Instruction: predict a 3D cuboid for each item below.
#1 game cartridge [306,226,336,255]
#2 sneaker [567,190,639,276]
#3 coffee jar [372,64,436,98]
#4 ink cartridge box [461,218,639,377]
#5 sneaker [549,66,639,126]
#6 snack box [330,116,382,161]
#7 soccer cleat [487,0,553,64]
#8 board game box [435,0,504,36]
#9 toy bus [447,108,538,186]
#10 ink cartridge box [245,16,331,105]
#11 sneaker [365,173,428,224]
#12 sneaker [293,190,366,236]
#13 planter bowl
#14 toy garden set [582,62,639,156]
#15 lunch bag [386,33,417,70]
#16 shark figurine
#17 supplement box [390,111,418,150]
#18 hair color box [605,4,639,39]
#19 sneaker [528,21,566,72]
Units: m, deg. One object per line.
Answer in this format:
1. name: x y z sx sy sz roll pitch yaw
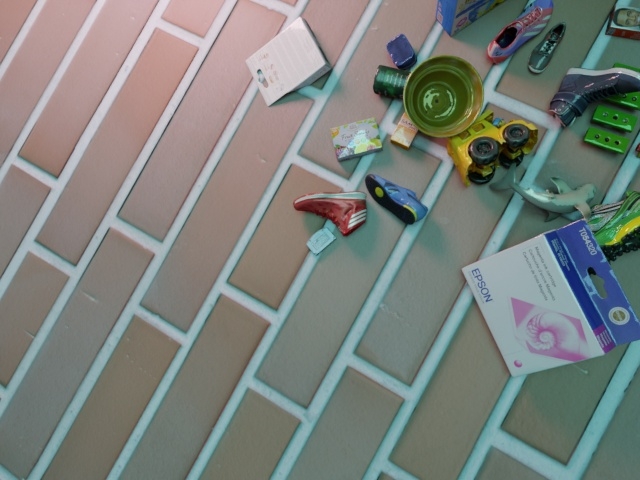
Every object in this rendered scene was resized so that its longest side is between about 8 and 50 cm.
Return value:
1. game cartridge: 0.000 0.000 1.443 0.083 0.017 0.056 -40 82 3
2. sneaker: 0.736 -0.007 1.282 0.344 0.134 0.146 -29 43 12
3. coffee jar: 0.253 -0.462 1.418 0.185 0.096 0.078 16 93 12
4. ink cartridge box: 0.582 0.155 1.226 0.330 0.072 0.323 -31 76 36
5. sneaker: 0.737 -0.382 1.291 0.163 0.086 0.226 -57 34 -1
6. snack box: 0.109 -0.308 1.453 0.141 0.037 0.100 -14 79 8
7. soccer cleat: 0.586 -0.620 1.383 0.248 0.095 0.083 -43 78 2
8. board game box: 0.478 -0.755 1.311 0.302 0.308 0.086 -33 80 5
9. toy bus: 0.463 -0.292 1.351 0.221 0.149 0.211 -27 63 3
10. ink cartridge box: -0.105 -0.567 1.527 0.232 0.066 0.188 -31 78 26
11. sneaker: 0.224 -0.132 1.406 0.082 0.069 0.209 -36 66 -30
12. sneaker: 0.029 -0.075 1.413 0.222 0.087 0.127 -5 81 10
13. planter bowl: 0.331 -0.392 1.320 0.218 0.090 0.216 0 98 0
14. toy garden set: 0.874 -0.347 1.326 0.204 0.049 0.244 23 86 13
15. lunch bag: 0.247 -0.574 1.451 0.067 0.065 0.098 -26 80 21
16. shark figurine: 0.619 -0.102 1.312 0.279 0.116 0.166 9 53 1
17. supplement box: 0.260 -0.330 1.431 0.062 0.036 0.098 27 88 11
18. hair color box: 0.901 -0.617 1.356 0.141 0.043 0.071 15 86 12
19. sneaker: 0.657 -0.565 1.379 0.061 0.065 0.157 29 88 12
